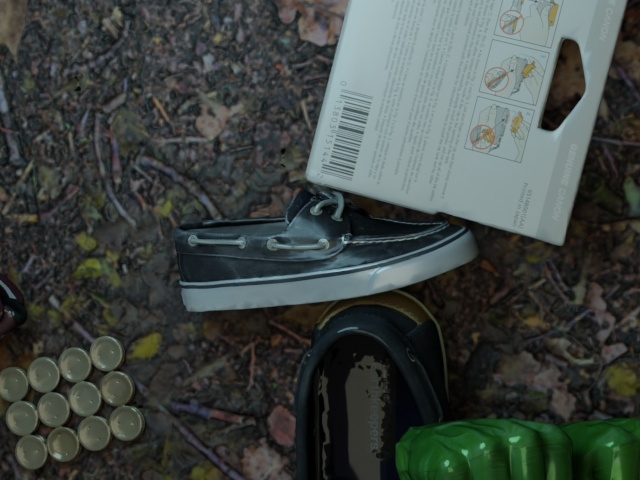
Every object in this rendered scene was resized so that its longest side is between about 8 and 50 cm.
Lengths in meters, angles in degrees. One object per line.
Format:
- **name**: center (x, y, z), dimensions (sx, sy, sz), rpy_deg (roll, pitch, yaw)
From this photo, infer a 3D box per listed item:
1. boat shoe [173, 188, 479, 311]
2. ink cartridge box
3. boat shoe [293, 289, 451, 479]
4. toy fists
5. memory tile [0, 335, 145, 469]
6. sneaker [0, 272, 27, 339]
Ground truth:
- **boat shoe**: center (0.000, 0.000, 1.700), dimensions (0.301, 0.108, 0.102), rpy_deg (-7, 100, 21)
- **ink cartridge box**: center (0.146, -0.167, 1.679), dimensions (0.261, 0.066, 0.296), rpy_deg (16, 96, 14)
- **boat shoe**: center (0.059, 0.296, 1.670), dimensions (0.186, 0.156, 0.500), rpy_deg (-4, 92, 13)
- **toy fists**: center (0.210, 0.204, 1.567), dimensions (0.279, 0.142, 0.096), rpy_deg (4, 80, -24)
- **memory tile**: center (-0.258, 0.169, 1.820), dimensions (0.148, 0.012, 0.113), rpy_deg (-18, 87, 14)
- **sneaker**: center (-0.369, 0.131, 1.801), dimensions (0.162, 0.106, 0.281), rpy_deg (-14, 87, 13)
